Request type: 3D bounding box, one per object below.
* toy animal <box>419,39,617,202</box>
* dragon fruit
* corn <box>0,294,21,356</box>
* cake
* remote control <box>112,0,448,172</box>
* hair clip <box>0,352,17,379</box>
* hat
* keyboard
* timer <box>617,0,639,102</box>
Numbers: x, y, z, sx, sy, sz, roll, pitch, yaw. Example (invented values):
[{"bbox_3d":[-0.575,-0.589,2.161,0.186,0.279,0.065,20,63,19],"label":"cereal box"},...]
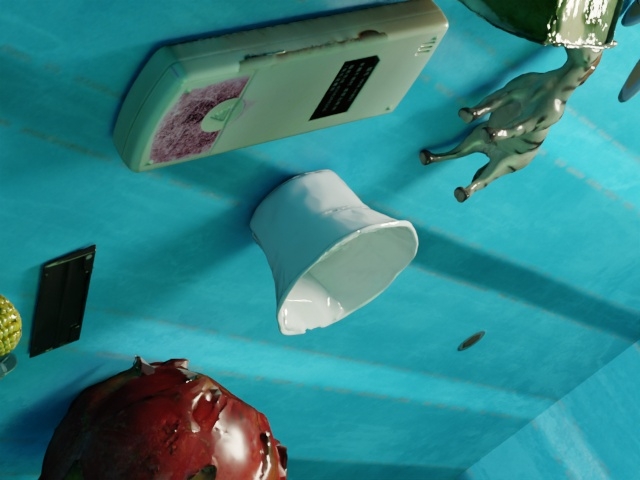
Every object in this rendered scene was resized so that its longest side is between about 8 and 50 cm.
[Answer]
[{"bbox_3d":[0.225,-0.144,1.981,0.170,0.090,0.255,-14,155,-48],"label":"toy animal"},{"bbox_3d":[-0.190,0.298,2.053,0.301,0.296,0.295,-61,160,-7],"label":"dragon fruit"},{"bbox_3d":[-0.383,0.102,1.655,0.203,0.072,0.072,-17,154,-33],"label":"corn"},{"bbox_3d":[0.202,-0.333,1.584,0.158,0.172,0.283,-8,114,-58],"label":"cake"},{"bbox_3d":[-0.035,-0.150,1.633,0.344,0.050,0.145,-15,152,-39],"label":"remote control"},{"bbox_3d":[-0.367,0.161,1.855,0.115,0.030,0.039,-44,158,26],"label":"hair clip"},{"bbox_3d":[0.000,0.000,1.905,0.203,0.126,0.203,-28,158,-12],"label":"hat"},{"bbox_3d":[-0.273,0.067,1.816,0.064,0.010,0.198,-22,156,-25],"label":"keyboard"},{"bbox_3d":[0.381,-0.273,1.873,0.175,0.175,0.255,-11,173,-45],"label":"timer"}]
